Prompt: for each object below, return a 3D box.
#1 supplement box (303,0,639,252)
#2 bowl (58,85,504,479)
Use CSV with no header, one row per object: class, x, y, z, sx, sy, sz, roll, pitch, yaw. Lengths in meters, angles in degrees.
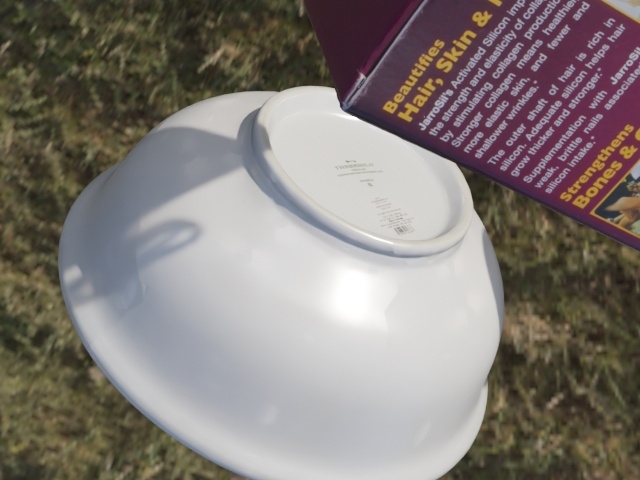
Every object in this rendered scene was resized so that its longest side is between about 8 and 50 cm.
supplement box,0.101,-0.067,0.493,0.188,0.081,0.104,23,119,-28
bowl,0.000,0.000,0.897,0.298,0.298,0.134,25,126,-7
